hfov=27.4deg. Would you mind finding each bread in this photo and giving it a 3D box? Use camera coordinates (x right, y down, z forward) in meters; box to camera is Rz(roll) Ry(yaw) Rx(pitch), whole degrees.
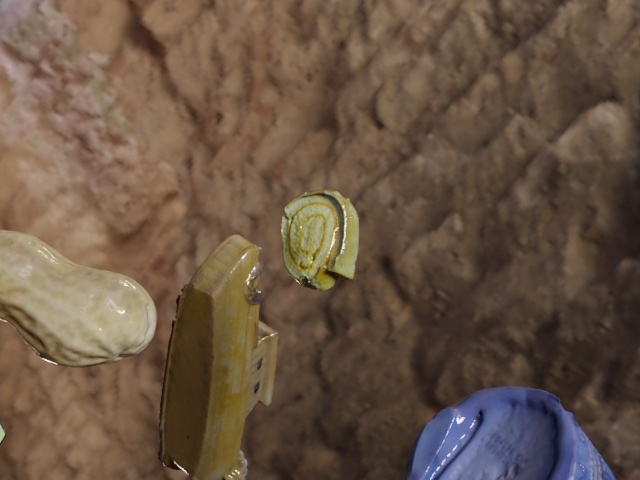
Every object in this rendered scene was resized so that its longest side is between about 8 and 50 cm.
[{"bbox_3d":[0.000,0.000,2.007,0.117,0.064,0.156,-2,-100,30],"label":"bread"}]

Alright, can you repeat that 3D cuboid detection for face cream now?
[{"bbox_3d":[0.259,0.342,1.714,0.249,0.225,0.249,-19,-134,21],"label":"face cream"}]

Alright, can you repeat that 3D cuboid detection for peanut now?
[{"bbox_3d":[-0.304,0.065,1.440,0.123,0.257,0.123,21,90,-85],"label":"peanut"}]

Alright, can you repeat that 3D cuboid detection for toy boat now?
[{"bbox_3d":[-0.105,0.142,1.483,0.121,0.089,0.321,-19,128,-43],"label":"toy boat"}]

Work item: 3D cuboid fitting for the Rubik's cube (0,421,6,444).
[{"bbox_3d":[-0.436,0.228,1.542,0.112,0.133,0.133,-30,177,-26],"label":"Rubik's cube"}]
